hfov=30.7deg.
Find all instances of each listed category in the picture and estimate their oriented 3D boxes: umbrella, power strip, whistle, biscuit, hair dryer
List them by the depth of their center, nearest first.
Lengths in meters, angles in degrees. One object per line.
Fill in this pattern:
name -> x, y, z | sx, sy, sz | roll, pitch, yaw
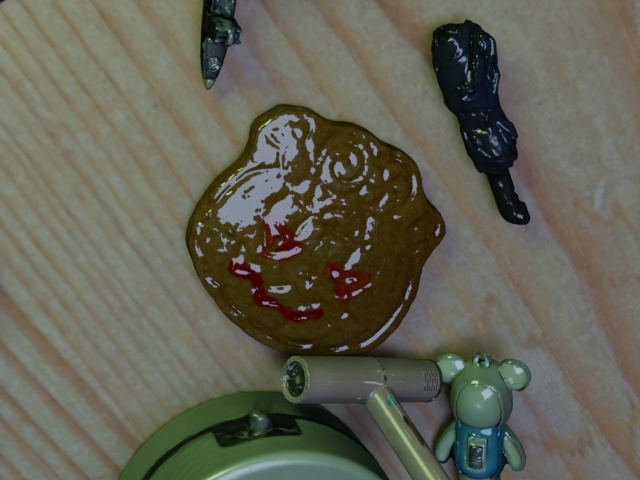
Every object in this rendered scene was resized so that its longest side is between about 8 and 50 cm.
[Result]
hair dryer -> 0.074, 0.220, 1.247 | 0.195, 0.220, 0.053 | 6, 138, -36
biscuit -> 0.001, 0.001, 1.252 | 0.273, 0.049, 0.257 | 31, 97, -27
umbrella -> 0.176, -0.117, 1.255 | 0.071, 0.071, 0.248 | -24, 117, -9
power strip -> -0.066, 0.337, 1.290 | 0.357, 0.161, 0.357 | -6, 110, -16
whistle -> 0.190, 0.231, 1.387 | 0.114, 0.077, 0.235 | 3, 118, 12

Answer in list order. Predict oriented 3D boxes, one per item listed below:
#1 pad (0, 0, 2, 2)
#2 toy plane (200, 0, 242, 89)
pad -> -0.361, -0.258, 1.058 | 0.211, 0.003, 0.143 | -32, 116, -5
toy plane -> -0.084, -0.288, 1.084 | 0.204, 0.103, 0.316 | 1, 109, -20
